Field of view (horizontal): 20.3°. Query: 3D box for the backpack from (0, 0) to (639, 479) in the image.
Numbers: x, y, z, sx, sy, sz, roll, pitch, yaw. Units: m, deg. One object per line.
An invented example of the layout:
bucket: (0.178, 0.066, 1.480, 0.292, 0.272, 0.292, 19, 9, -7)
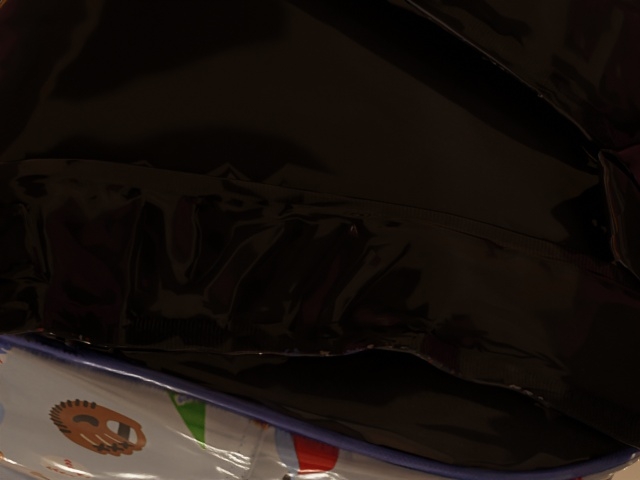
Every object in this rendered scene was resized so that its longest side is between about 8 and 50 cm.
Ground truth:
backpack: (0.000, 0.000, 0.616, 0.263, 0.213, 0.276, 19, -121, 5)
